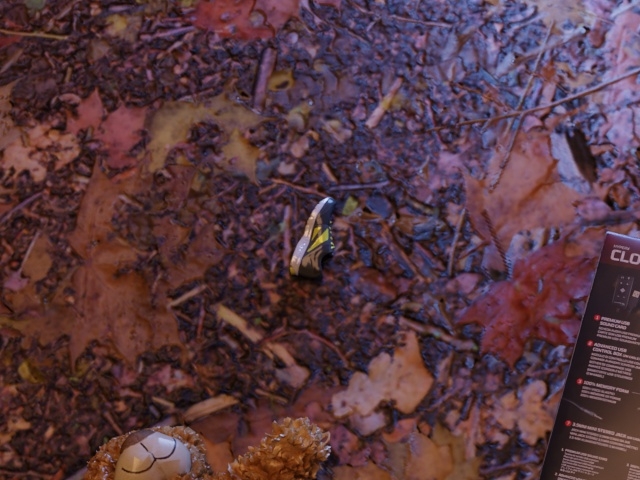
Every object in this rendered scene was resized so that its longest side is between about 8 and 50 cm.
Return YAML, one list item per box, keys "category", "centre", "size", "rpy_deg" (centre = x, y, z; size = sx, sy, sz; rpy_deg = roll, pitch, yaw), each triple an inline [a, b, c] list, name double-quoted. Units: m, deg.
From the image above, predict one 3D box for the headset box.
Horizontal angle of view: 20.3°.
- category: "headset box"
  centre: [0.317, 0.135, 1.494]
  size: [0.218, 0.110, 0.293]
  rpy_deg: [12, 69, 16]

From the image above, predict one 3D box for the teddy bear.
- category: "teddy bear"
  centre: [-0.074, 0.257, 1.494]
  size: [0.245, 0.113, 0.338]
  rpy_deg: [-35, 55, -4]

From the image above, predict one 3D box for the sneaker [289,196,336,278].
- category: "sneaker"
  centre: [0.000, 0.000, 1.672]
  size: [0.035, 0.031, 0.083]
  rpy_deg: [23, 76, 6]
